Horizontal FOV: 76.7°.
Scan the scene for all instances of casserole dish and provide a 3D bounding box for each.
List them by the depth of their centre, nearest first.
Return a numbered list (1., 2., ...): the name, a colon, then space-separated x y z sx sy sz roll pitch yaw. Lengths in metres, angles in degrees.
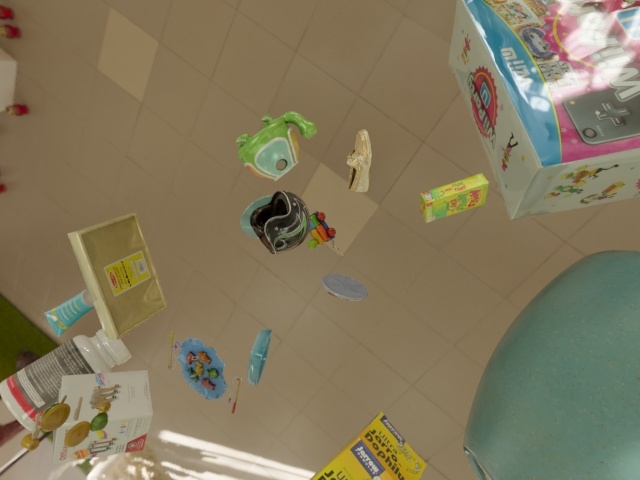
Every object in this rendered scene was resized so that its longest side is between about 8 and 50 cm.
1. casserole dish: -0.172 0.325 1.130 0.037 0.114 0.188 16 129 1

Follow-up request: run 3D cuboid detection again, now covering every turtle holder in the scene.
1. turtle holder: -0.188 -0.402 1.730 0.227 0.320 0.243 51 156 -9

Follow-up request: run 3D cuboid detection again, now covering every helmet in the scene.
1. helmet: -0.108 -0.056 1.193 0.169 0.161 0.169 47 162 20

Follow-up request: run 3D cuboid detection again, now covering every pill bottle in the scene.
1. pill bottle: -0.768 0.406 1.247 0.176 0.318 0.176 35 145 30

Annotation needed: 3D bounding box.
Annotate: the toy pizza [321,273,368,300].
1. toy pizza: 0.098 0.198 1.664 0.201 0.201 0.032 22 111 16

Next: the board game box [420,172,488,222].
1. board game box: 0.380 -0.120 1.158 0.181 0.043 0.092 -18 143 2

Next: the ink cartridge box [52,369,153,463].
1. ink cartridge box: -0.472 0.376 0.877 0.127 0.176 0.128 53 128 48

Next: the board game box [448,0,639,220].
1. board game box: 0.310 -0.163 0.394 0.303 0.097 0.224 -12 65 5

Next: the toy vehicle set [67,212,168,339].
1. toy vehicle set: -0.480 0.082 0.982 0.035 0.166 0.267 -5 106 27

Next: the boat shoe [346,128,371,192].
1. boat shoe: 0.098 -0.205 1.066 0.059 0.063 0.170 -7 117 -11

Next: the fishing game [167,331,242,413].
1. fishing game: -0.328 0.356 1.104 0.264 0.041 0.189 27 117 22

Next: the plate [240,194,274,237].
1. plate: -0.173 -0.071 1.347 0.188 0.188 0.024 -58 46 30

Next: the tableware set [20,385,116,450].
1. tableware set: -0.441 0.320 0.717 0.024 0.154 0.104 18 98 24

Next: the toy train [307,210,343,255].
1. toy train: 0.000 0.000 1.878 0.248 0.143 0.105 56 142 -2

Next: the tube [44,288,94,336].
1. tube: -0.698 0.199 1.132 0.207 0.052 0.080 -30 86 25

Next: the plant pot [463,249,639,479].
1. plant pot: 0.241 0.182 0.332 0.195 0.290 0.290 -31 96 -4

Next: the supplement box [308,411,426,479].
1. supplement box: 0.100 0.714 1.177 0.194 0.195 0.356 45 108 21
